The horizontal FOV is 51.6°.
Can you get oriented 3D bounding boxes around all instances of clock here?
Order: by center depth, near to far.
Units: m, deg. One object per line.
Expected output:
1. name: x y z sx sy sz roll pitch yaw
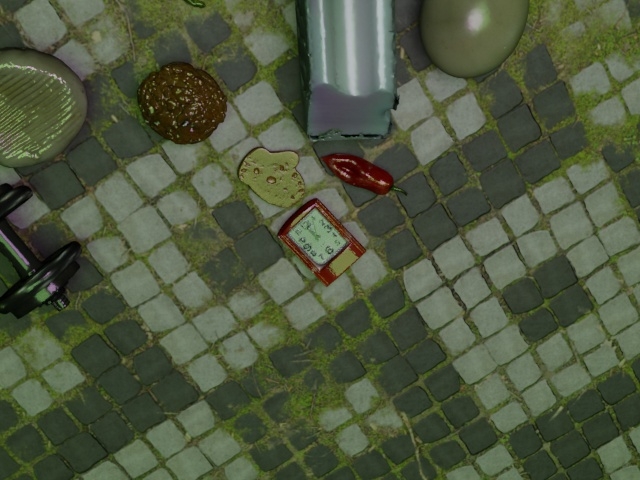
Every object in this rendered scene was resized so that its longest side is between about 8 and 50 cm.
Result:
1. clock: 0.000 0.000 1.350 0.113 0.061 0.155 -42 103 7

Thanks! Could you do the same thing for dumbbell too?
1. dumbbell: -0.569 0.015 1.226 0.192 0.192 0.290 -35 106 5

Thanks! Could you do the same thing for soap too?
1. soap: 0.037 -0.391 1.132 0.156 0.261 0.446 -6 108 -5

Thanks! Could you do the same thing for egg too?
1. egg: 0.277 -0.419 1.187 0.189 0.188 0.253 9 97 -9

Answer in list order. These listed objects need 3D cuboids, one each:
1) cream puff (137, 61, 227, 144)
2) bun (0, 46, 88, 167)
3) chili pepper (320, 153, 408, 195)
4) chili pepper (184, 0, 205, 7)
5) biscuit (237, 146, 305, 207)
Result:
1. cream puff: -0.254 -0.251 1.219 0.165 0.115 0.150 -4 111 -6
2. bun: -0.537 -0.249 1.179 0.231 0.133 0.231 -12 128 -16
3. chili pepper: 0.090 -0.131 1.324 0.191 0.050 0.059 22 120 -4
4. chili pepper: -0.246 -0.456 1.212 0.083 0.017 0.030 41 98 -18
5. biscuit: -0.087 -0.133 1.319 0.140 0.023 0.118 43 98 -15
